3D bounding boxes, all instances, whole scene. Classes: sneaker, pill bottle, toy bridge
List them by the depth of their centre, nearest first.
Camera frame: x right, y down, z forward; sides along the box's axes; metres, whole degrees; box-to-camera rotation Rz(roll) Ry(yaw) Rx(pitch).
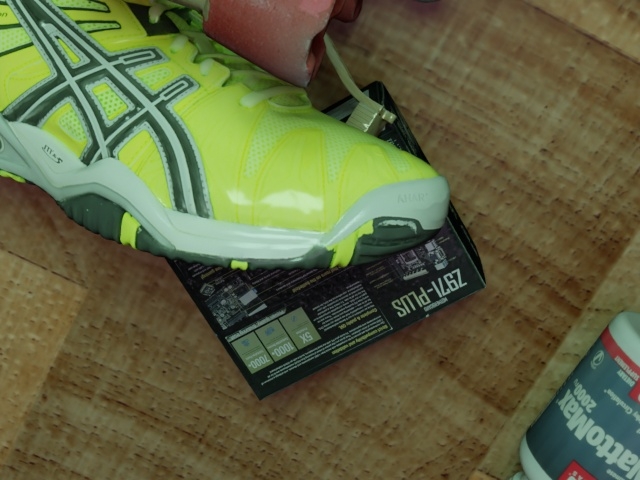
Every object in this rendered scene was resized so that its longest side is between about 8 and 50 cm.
[{"bbox_3d":[-0.104,-0.088,0.643,0.385,0.145,0.147,19,105,18],"label":"sneaker"},{"bbox_3d":[-0.030,-0.121,0.701,0.188,0.026,0.063,32,90,18],"label":"toy bridge"},{"bbox_3d":[0.209,0.151,0.801,0.108,0.108,0.180,29,109,-10],"label":"pill bottle"}]

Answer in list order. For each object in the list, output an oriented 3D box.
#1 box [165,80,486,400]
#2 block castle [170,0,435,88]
[{"bbox_3d":[0.000,0.000,0.762,0.180,0.077,0.147,-29,107,12],"label":"box"},{"bbox_3d":[0.038,-0.317,0.520,0.213,0.303,0.453,21,110,0],"label":"block castle"}]
